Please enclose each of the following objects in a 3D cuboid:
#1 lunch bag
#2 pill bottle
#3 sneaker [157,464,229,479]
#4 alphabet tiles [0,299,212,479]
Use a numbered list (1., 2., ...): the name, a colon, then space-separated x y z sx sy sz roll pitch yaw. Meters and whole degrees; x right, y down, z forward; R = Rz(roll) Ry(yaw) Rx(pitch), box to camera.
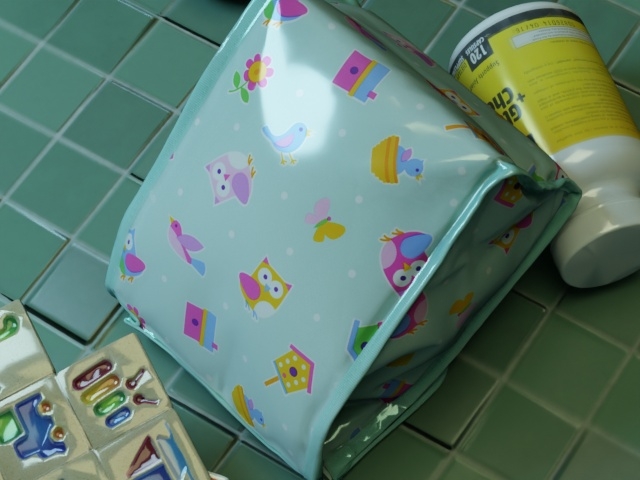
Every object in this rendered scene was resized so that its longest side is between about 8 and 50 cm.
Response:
1. lunch bag: 0.000 0.000 1.263 0.223 0.160 0.262 41 106 22
2. pill bottle: 0.163 -0.064 1.322 0.103 0.103 0.184 -18 60 -6
3. sneaker: -0.059 0.188 1.221 0.158 0.061 0.064 16 69 14
4. alphabet tiles: -0.228 0.209 1.205 0.343 0.011 0.285 -29 70 -2
